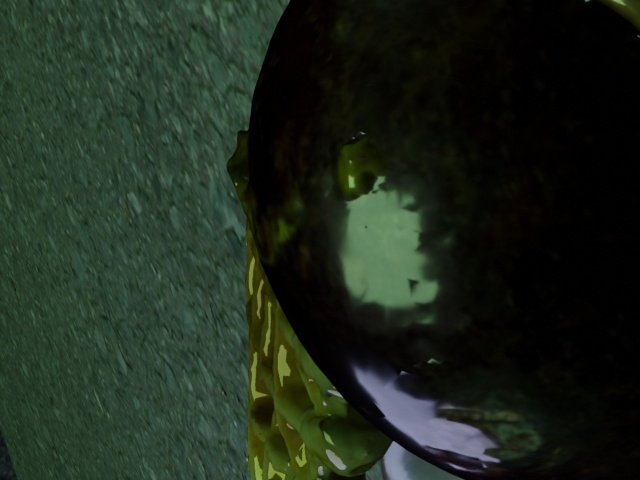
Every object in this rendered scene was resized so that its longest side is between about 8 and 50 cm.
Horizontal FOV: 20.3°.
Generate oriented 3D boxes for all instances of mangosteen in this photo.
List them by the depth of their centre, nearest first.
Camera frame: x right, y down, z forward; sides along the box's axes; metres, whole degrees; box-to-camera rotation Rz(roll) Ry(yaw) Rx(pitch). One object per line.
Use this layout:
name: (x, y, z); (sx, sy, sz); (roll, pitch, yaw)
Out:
mangosteen: (0.089, -0.026, 0.493); (0.217, 0.192, 0.192); (-21, 91, 50)

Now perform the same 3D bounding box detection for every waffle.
waffle: (-0.002, 0.000, 0.820); (0.250, 0.056, 0.261); (106, 167, -58)

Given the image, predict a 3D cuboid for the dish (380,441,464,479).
dish: (0.108, 0.146, 0.761); (0.229, 0.081, 0.229); (57, 162, 30)
